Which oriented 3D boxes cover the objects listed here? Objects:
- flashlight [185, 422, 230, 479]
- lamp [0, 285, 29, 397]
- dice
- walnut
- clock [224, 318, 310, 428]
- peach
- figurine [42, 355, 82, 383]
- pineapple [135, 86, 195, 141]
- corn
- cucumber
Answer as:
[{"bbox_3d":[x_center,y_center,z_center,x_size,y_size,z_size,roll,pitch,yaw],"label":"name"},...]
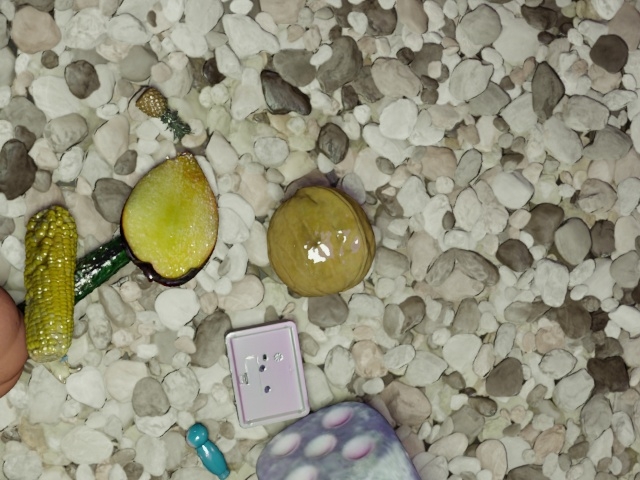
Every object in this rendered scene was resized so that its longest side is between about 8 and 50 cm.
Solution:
[{"bbox_3d":[-0.225,0.428,1.448,0.051,0.051,0.129,-36,100,-9],"label":"flashlight"},{"bbox_3d":[-0.668,0.172,1.252,0.305,0.240,0.305,-12,135,-13],"label":"lamp"},{"bbox_3d":[0.049,0.497,1.372,0.270,0.271,0.270,-26,110,-9],"label":"dice"},{"bbox_3d":[0.000,0.000,1.415,0.228,0.228,0.228,0,91,-12],"label":"walnut"},{"bbox_3d":[-0.113,0.270,1.462,0.150,0.063,0.197,-10,93,-12],"label":"clock"},{"bbox_3d":[-0.296,-0.042,1.409,0.189,0.068,0.279,19,68,-20],"label":"peach"},{"bbox_3d":[-0.509,0.237,1.391,0.083,0.047,0.050,45,67,-2],"label":"figurine"},{"bbox_3d":[-0.307,-0.248,1.425,0.124,0.058,0.058,43,82,-23],"label":"pineapple"},{"bbox_3d":[-0.491,0.072,1.301,0.097,0.097,0.320,-5,57,-12],"label":"corn"},{"bbox_3d":[-0.452,0.067,1.386,0.293,0.067,0.067,-38,98,-10],"label":"cucumber"}]
